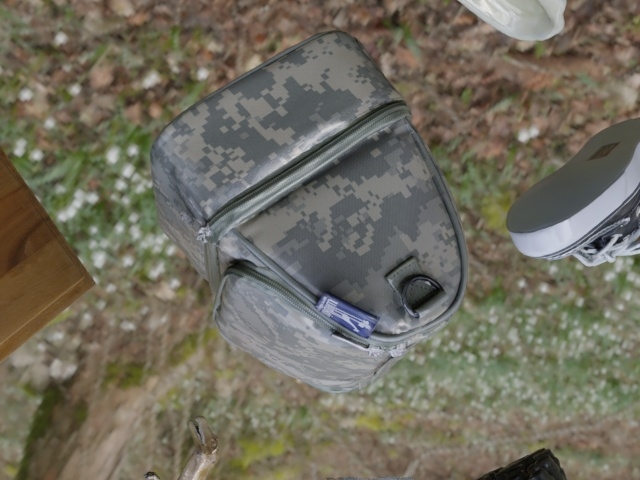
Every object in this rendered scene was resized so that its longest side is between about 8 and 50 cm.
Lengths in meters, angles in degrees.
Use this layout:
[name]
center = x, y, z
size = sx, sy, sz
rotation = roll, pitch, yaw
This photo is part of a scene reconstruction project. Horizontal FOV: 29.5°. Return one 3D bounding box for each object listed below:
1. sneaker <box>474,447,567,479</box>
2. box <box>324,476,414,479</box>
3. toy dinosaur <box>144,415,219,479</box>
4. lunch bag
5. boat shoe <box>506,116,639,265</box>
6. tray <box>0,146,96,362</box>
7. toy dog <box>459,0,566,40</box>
[sneaker]
center = 0.108, 0.245, 0.662
size = 0.134, 0.343, 0.146
rotation = -35, 91, 29
[box]
center = 0.052, 0.310, 0.997
size = 0.087, 0.232, 0.058
rotation = 2, 143, -19
[toy dinosaur]
center = -0.106, 0.223, 0.935
size = 0.092, 0.053, 0.183
rotation = -9, 123, -14
[lunch bag]
center = 0.000, 0.000, 1.057
size = 0.256, 0.212, 0.305
rotation = 53, 165, 9
[boat shoe]
center = 0.280, -0.030, 1.214
size = 0.113, 0.306, 0.105
rotation = -13, 104, 31
[tray]
center = -0.397, 0.054, 1.199
size = 0.076, 0.411, 0.203
rotation = -29, 99, 27
[toy dog]
center = 0.218, -0.477, 1.274
size = 0.395, 0.408, 0.284
rotation = 26, 150, -2
